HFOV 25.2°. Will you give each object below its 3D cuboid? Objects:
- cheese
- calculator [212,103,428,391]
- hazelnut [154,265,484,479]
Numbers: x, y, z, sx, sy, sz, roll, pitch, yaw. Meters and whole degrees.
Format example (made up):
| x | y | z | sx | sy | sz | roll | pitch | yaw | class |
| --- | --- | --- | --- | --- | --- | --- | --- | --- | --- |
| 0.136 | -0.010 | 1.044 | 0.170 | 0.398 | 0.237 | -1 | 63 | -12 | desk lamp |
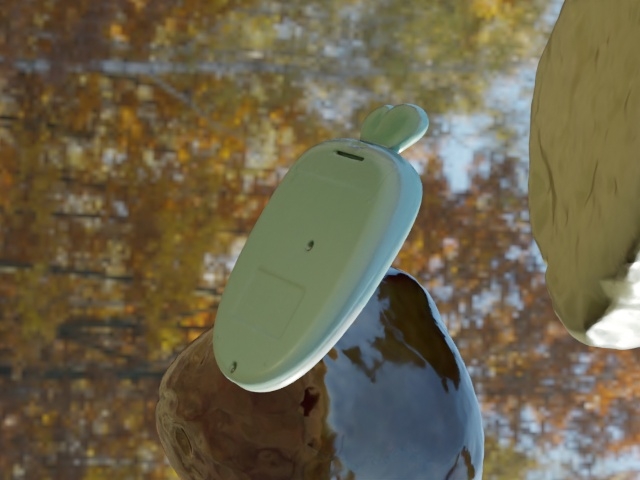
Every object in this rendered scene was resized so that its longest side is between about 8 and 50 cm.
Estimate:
| x | y | z | sx | sy | sz | roll | pitch | yaw | class |
| --- | --- | --- | --- | --- | --- | --- | --- | --- | --- |
| 0.247 | -0.082 | 1.032 | 0.318 | 0.115 | 0.326 | -168 | -97 | -78 | cheese |
| 0.000 | 0.000 | 0.662 | 0.095 | 0.021 | 0.153 | 22 | -98 | 54 | calculator |
| 0.003 | 0.130 | 0.979 | 0.229 | 0.229 | 0.229 | -177 | -90 | -70 | hazelnut |
